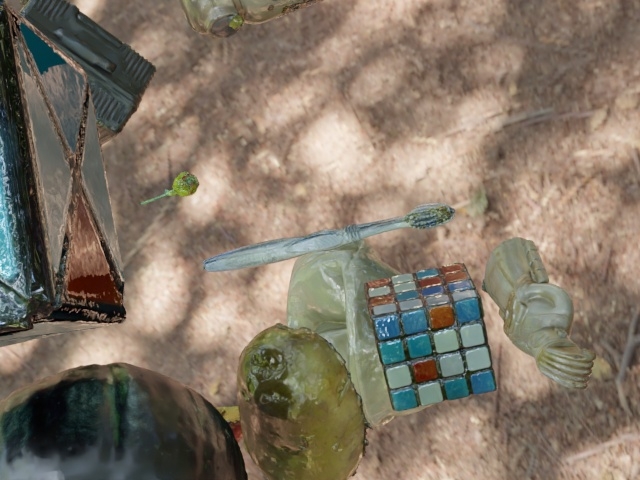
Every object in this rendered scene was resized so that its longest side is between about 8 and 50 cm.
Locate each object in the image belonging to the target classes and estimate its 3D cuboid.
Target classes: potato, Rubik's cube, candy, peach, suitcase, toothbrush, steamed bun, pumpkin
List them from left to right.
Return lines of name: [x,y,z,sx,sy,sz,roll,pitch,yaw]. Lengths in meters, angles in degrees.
Rubik's cube: [-0.317,-0.029,0.855,0.248,0.250,0.246,-12,85,3]
suitcase: [-0.428,-0.244,1.672,0.335,0.230,0.152,-11,48,61]
pumpkin: [-0.211,0.248,0.992,0.315,0.315,0.238,-23,46,7]
candy: [-0.227,-0.071,1.558,0.123,0.035,0.035,-19,43,41]
peach: [-0.136,0.250,1.363,0.098,0.098,0.061,-3,100,21]
potato: [-0.032,0.192,1.116,0.164,0.200,0.081,9,32,33]
toothbrush: [0.000,0.000,1.510,0.413,0.042,0.035,-13,88,28]
steamed bun: [0.073,0.187,1.948,0.255,0.342,0.367,-40,67,-12]
Rubik's cube: [0.155,0.135,1.501,0.154,0.151,0.155,-13,16,3]

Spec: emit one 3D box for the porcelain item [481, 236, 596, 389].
porcelain item: [0.200,0.071,0.975,0.054,0.084,0.213,6,22,-6]

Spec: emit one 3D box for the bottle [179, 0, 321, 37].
bottle: [-0.059,-0.298,1.202,0.209,0.097,0.110,-23,61,-7]
